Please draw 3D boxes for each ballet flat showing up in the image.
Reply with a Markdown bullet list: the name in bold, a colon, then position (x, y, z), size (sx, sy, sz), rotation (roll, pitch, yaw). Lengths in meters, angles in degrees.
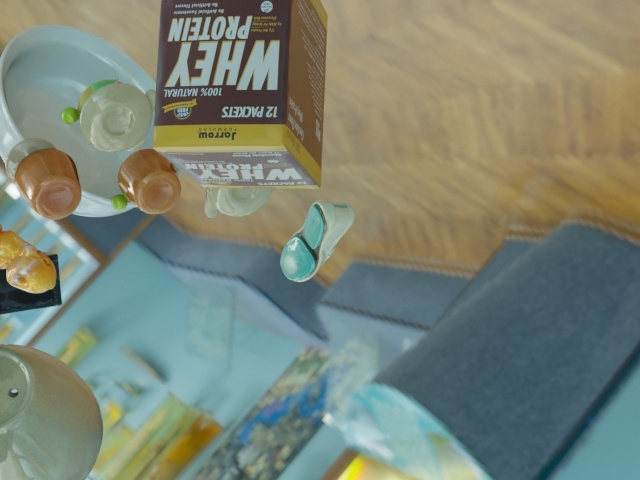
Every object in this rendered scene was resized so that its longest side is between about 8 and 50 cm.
- **ballet flat**: position (0.000, 0.000, 2.238), size (0.086, 0.086, 0.248), rotation (41, 149, 3)

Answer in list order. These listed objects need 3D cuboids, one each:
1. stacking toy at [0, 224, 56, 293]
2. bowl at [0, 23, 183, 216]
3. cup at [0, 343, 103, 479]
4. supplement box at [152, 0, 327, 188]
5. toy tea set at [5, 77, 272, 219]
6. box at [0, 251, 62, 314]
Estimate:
- **stacking toy**: position (-0.404, -0.043, 1.332), size (0.302, 0.166, 0.175), rotation (40, -161, -7)
- **bowl**: position (-0.343, -0.141, 1.736), size (0.298, 0.298, 0.134), rotation (44, 126, -10)
- **cup**: position (-0.587, 0.321, 2.325), size (0.331, 0.331, 0.237), rotation (36, 157, 20)
- **supplement box**: position (-0.074, -0.164, 1.253), size (0.129, 0.194, 0.191), rotation (0, 171, 10)
- **toy tea set**: position (-0.214, -0.129, 1.525), size (0.124, 0.336, 0.200), rotation (-129, 41, -51)
- **box**: position (-0.617, 0.074, 2.302), size (0.261, 0.184, 0.103), rotation (5, 98, 51)
